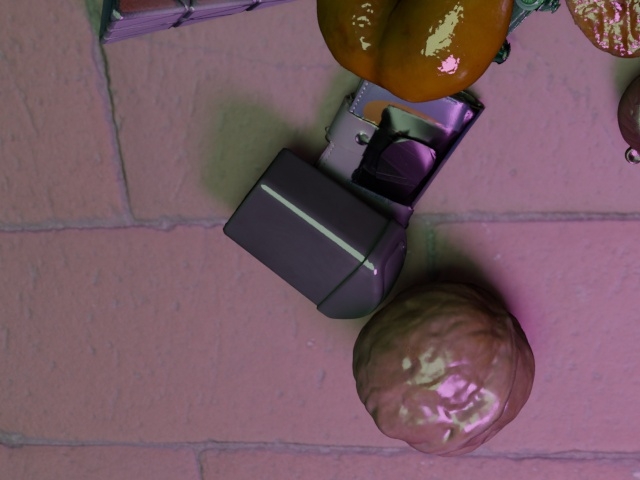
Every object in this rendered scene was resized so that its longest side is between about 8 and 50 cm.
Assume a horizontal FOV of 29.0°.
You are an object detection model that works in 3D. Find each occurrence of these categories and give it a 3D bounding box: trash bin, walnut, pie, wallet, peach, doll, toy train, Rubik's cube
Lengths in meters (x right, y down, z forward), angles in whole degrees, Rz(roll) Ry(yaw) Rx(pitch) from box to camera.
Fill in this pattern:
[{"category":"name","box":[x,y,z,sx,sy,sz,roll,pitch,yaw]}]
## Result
[{"category":"trash bin","box":[0.000,0.000,1.682,0.236,0.101,0.176,36,147,-5]},{"category":"walnut","box":[0.171,0.169,1.688,0.248,0.248,0.248,5,119,10]},{"category":"pie","box":[0.391,-0.305,1.485,0.195,0.046,0.195,5,117,10]},{"category":"wallet","box":[0.091,-0.125,1.638,0.170,0.069,0.231,27,122,-9]},{"category":"peach","box":[0.113,-0.291,1.461,0.251,0.153,0.251,7,103,33]},{"category":"doll","box":[0.448,-0.169,1.522,0.145,0.096,0.188,20,111,-8]},{"category":"toy train","box":[0.217,-0.287,1.515,0.172,0.070,0.099,-45,75,28]},{"category":"Rubik's cube","box":[-0.188,-0.342,1.538,0.233,0.229,0.228,-47,147,-6]}]
